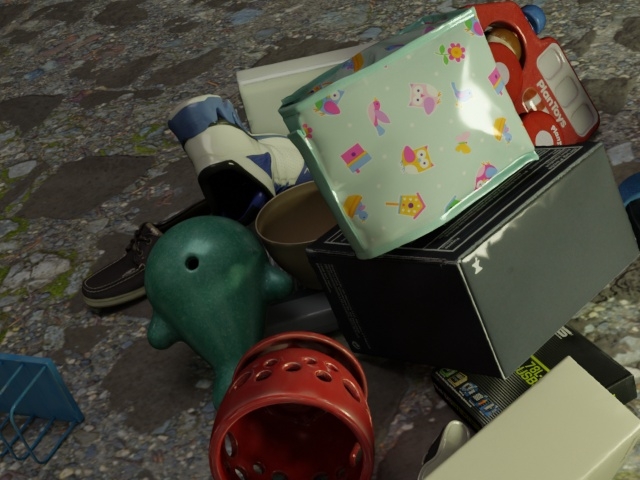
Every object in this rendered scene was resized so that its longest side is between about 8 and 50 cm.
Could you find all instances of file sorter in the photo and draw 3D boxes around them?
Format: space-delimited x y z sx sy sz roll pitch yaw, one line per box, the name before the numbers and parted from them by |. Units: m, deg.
file sorter | -0.441 0.234 1.699 0.170 0.118 0.104 2 41 29

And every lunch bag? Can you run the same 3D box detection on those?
lunch bag | 0.098 -0.128 1.489 0.262 0.223 0.160 -33 16 -17

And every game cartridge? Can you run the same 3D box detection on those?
game cartridge | -0.020 0.046 1.837 0.198 0.062 0.297 -12 32 1

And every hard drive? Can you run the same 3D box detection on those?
hard drive | 0.056 -0.224 2.019 0.353 0.233 0.047 -11 53 1

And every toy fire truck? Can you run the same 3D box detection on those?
toy fire truck | 0.293 -0.236 1.897 0.254 0.302 0.169 -45 19 -31

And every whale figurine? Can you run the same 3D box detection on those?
whale figurine | -0.140 0.093 1.657 0.216 0.141 0.272 -21 70 3

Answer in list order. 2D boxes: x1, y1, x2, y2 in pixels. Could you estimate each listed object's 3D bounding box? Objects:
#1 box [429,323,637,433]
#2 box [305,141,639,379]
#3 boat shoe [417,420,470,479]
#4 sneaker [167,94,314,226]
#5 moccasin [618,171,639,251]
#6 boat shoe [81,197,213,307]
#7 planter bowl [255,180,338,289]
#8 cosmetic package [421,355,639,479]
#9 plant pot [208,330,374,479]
box | 0.258 0.175 1.505 0.184 0.045 0.190 -28 32 -11
box | 0.198 0.017 1.597 0.296 0.182 0.294 -37 22 -30
boat shoe | 0.138 0.266 1.435 0.046 0.038 0.125 30 48 -3
sneaker | -0.115 -0.089 1.934 0.127 0.315 0.182 -28 63 22
moccasin | 0.580 -0.070 1.666 0.342 0.117 0.138 -13 20 16
boat shoe | -0.261 0.011 1.969 0.285 0.092 0.103 -27 32 -15
planter bowl | 0.000 0.000 1.746 0.162 0.109 0.162 -13 33 9
cosmetic package | 0.177 0.276 1.262 0.309 0.160 0.113 -35 64 -24
plant pot | -0.032 0.214 1.459 0.191 0.191 0.174 -14 27 7
